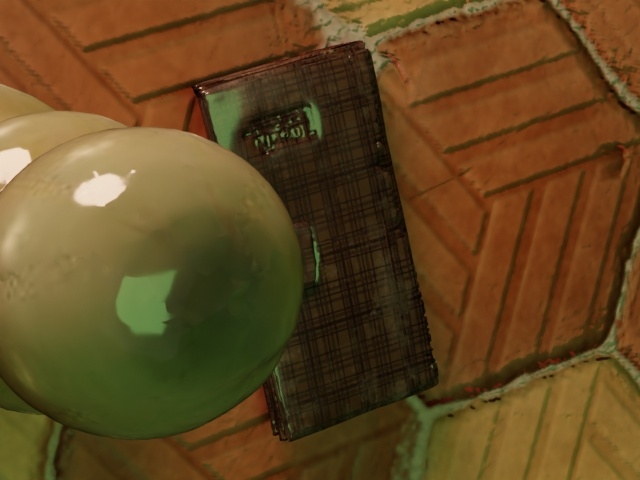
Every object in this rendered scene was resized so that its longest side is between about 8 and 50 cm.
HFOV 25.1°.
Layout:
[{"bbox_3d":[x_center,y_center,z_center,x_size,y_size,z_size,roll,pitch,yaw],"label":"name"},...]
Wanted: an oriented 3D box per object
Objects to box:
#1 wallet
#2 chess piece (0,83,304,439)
[{"bbox_3d":[0.000,0.000,0.894,0.124,0.042,0.230,-18,105,-24],"label":"wallet"},{"bbox_3d":[-0.133,0.006,0.668,0.182,0.330,0.182,-4,96,-34],"label":"chess piece"}]
